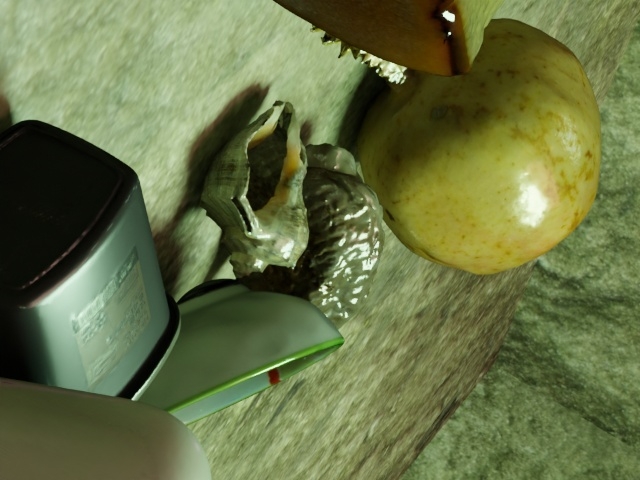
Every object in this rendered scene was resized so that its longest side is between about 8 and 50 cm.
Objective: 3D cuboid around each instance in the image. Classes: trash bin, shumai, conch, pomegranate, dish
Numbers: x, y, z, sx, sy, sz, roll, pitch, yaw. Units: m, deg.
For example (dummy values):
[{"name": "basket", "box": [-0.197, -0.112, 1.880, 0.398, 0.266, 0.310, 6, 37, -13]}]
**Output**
[{"name": "trash bin", "box": [-0.236, 0.056, 1.607, 0.209, 0.182, 0.290, -50, 157, -29]}, {"name": "shumai", "box": [0.004, -0.001, 2.235, 0.185, 0.184, 0.218, -29, 129, -58]}, {"name": "conch", "box": [-0.060, -0.059, 2.033, 0.155, 0.130, 0.207, 109, 1, -81]}, {"name": "pomegranate", "box": [0.193, -0.130, 2.418, 0.342, 0.342, 0.342, -53, 164, -22]}, {"name": "dish", "box": [-0.145, 0.125, 2.031, 0.324, 0.124, 0.324, -24, 173, -3]}]

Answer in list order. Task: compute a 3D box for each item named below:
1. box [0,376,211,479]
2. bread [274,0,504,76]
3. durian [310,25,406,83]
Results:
[{"name": "box", "box": [-0.269, 0.223, 1.530, 0.288, 0.349, 0.141, 104, -6, -49]}, {"name": "bread", "box": [-0.012, -0.277, 1.381, 0.143, 0.333, 0.323, -59, 164, -11]}, {"name": "durian", "box": [0.042, -0.334, 1.814, 0.196, 0.185, 0.305, 18, 99, -55]}]
